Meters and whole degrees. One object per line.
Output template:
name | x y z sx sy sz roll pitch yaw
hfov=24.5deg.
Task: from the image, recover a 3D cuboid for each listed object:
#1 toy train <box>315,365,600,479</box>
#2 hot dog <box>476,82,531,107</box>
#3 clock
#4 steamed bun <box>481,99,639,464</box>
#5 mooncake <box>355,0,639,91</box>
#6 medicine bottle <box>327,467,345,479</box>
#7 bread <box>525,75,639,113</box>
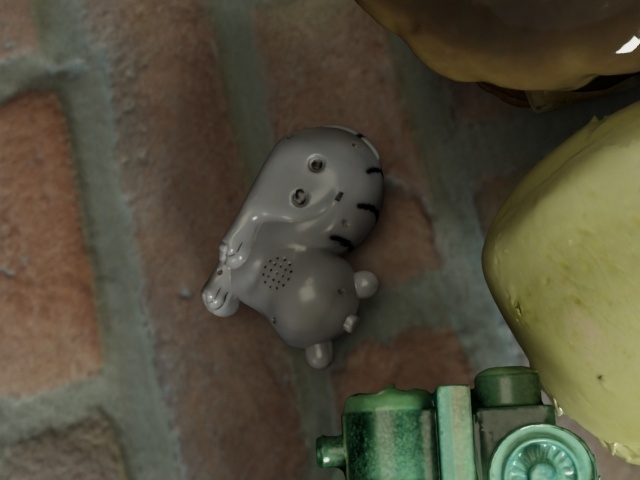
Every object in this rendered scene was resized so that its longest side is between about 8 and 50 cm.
toy train | 0.087 0.233 0.960 0.194 0.120 0.298 -3 81 3
hot dog | 0.147 -0.229 1.124 0.175 0.114 0.259 -32 86 3
clock | 0.000 0.000 1.125 0.117 0.080 0.176 27 86 19
steamed bun | 0.228 0.031 0.962 0.273 0.166 0.232 -39 69 51
mooncake | 0.154 -0.250 0.942 0.324 0.187 0.324 0 89 24
medicine bottle | 0.040 0.246 1.056 0.121 0.083 0.229 24 85 11
bread | 0.180 -0.130 1.047 0.083 0.035 0.070 -20 88 14
